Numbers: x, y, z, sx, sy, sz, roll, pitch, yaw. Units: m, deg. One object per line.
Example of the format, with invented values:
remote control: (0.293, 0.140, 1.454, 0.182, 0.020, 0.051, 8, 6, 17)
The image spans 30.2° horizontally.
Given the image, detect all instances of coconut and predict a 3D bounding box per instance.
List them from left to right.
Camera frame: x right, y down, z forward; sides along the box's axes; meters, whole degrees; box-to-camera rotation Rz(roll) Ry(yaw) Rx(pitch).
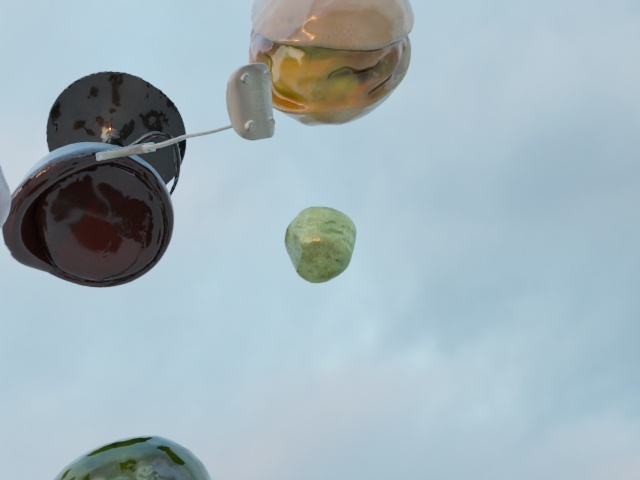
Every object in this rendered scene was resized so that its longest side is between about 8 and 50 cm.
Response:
coconut: (0.000, 0.000, 1.379, 0.088, 0.096, 0.088, 2, -39, 1)

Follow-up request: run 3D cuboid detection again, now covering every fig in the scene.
fig: (-0.196, 0.325, 1.287, 0.203, 0.203, 0.225, -13, -30, -7)

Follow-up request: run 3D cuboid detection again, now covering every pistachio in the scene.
pistachio: (0.012, -0.283, 1.579, 0.230, 0.309, 0.230, 10, -51, 13)

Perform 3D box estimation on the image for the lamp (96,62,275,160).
lamp: (-0.112, -0.094, 0.939, 0.198, 0.056, 0.050, -7, 8, 43)

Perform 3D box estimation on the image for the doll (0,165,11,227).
doll: (-0.272, -0.020, 0.642, 0.160, 0.094, 0.365, -24, -3, 2)

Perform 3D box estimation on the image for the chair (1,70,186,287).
chair: (-0.317, -0.081, 1.717, 0.227, 0.401, 0.226, -1, -65, -2)
